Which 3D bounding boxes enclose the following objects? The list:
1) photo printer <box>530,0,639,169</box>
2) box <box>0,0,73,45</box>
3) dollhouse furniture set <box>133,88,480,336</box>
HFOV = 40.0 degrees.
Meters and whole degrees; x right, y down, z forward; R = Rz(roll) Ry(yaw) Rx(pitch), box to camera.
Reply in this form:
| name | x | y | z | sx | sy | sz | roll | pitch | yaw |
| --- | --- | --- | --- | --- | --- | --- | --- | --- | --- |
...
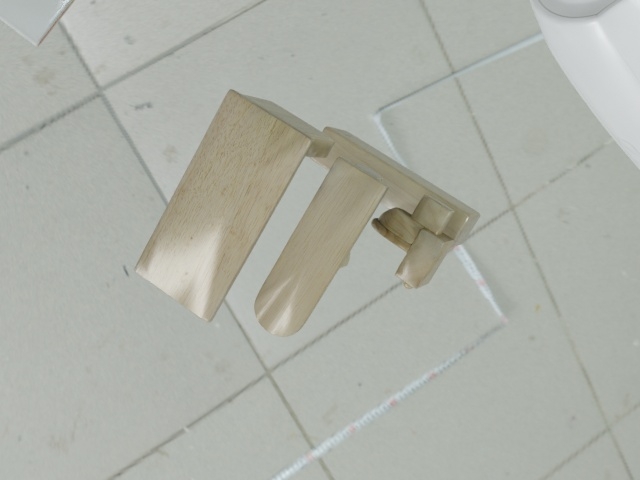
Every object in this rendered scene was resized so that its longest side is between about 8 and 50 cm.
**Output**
| name | x | y | z | sx | sy | sz | roll | pitch | yaw |
| --- | --- | --- | --- | --- | --- | --- | --- | --- | --- |
| photo printer | 0.222 | -0.164 | 0.581 | 0.107 | 0.307 | 0.256 | -29 | 133 | 30 |
| box | -0.258 | -0.394 | 0.919 | 0.168 | 0.215 | 0.345 | 39 | 92 | -22 |
| dollhouse furniture set | 0.000 | 0.000 | 0.562 | 0.144 | 0.151 | 0.123 | 33 | 103 | 13 |
